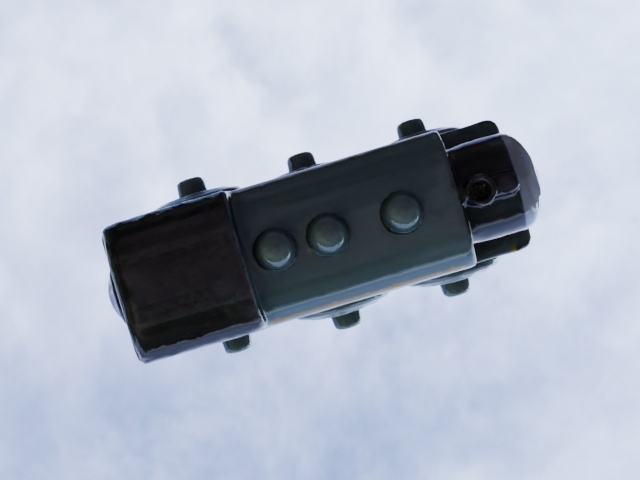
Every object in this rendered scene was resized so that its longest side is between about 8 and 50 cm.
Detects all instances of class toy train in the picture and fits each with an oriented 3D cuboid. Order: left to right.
[{"bbox_3d":[0.000,0.000,0.905,0.334,0.190,0.142,-15,-89,2],"label":"toy train"}]
